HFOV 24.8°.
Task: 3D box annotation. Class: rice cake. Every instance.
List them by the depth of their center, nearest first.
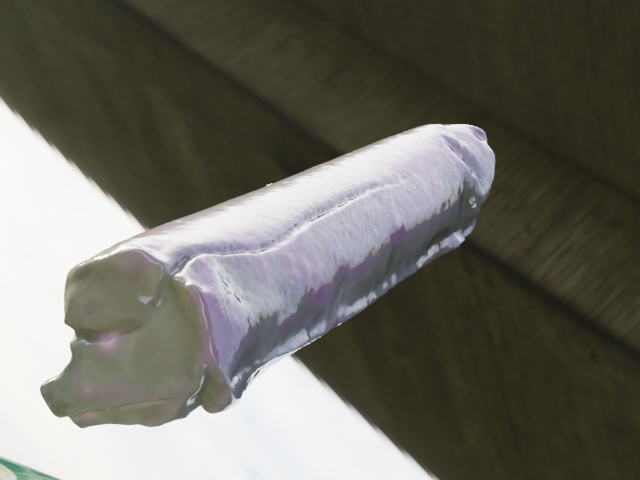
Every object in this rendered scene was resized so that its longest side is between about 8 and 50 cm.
[{"bbox_3d":[0.000,0.001,0.450,0.055,0.270,0.049,3,-78,22],"label":"rice cake"}]

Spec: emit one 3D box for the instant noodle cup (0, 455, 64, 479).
[{"bbox_3d":[-0.087,0.147,0.319,0.240,0.178,0.240,19,-5,2],"label":"instant noodle cup"}]
